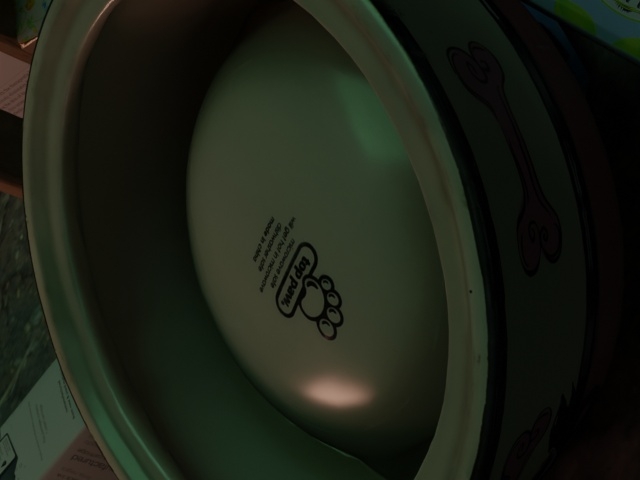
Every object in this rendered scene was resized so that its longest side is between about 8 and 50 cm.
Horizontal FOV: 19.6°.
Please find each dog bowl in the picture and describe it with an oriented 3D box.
[{"bbox_3d":[0.000,0.000,1.060,0.408,0.150,0.407,19,116,45],"label":"dog bowl"}]

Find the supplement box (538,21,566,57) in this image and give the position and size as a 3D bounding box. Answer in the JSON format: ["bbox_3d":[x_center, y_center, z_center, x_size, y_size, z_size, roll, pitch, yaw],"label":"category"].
[{"bbox_3d":[0.102,-0.099,1.137,0.083,0.055,0.043,-58,30,21],"label":"supplement box"}]

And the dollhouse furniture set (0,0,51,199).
[{"bbox_3d":[-0.159,-0.282,1.370,0.362,0.256,0.394,-26,61,29],"label":"dollhouse furniture set"}]

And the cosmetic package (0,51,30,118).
[{"bbox_3d":[-0.353,-0.226,1.614,0.197,0.366,0.155,-23,53,45],"label":"cosmetic package"}]

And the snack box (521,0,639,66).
[{"bbox_3d":[0.213,-0.194,1.016,0.174,0.070,0.207,31,99,17],"label":"snack box"}]

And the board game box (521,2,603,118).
[{"bbox_3d":[0.126,-0.077,1.175,0.133,0.033,0.168,-54,30,25],"label":"board game box"}]

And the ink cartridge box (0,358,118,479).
[{"bbox_3d":[-0.169,0.181,1.319,0.190,0.140,0.082,-51,39,23],"label":"ink cartridge box"}]
